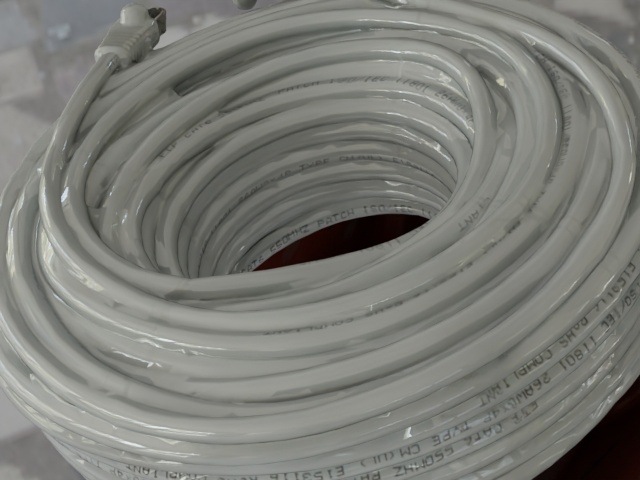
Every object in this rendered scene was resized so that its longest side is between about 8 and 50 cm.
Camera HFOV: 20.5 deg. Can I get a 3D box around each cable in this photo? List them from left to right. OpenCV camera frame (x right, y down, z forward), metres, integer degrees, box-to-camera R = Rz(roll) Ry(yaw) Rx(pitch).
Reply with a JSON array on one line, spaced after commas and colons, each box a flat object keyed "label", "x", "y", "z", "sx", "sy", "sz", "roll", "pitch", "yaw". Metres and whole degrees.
[{"label": "cable", "x": 0.000, "y": 0.000, "z": 0.649, "sx": 0.257, "sy": 0.089, "sz": 0.257, "roll": 8, "pitch": 44, "yaw": 29}]

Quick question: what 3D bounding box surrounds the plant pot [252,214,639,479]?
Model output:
[{"label": "plant pot", "x": 0.079, "y": 0.082, "z": 1.041, "sx": 0.267, "sy": 0.236, "sz": 0.267, "roll": 35, "pitch": 65, "yaw": 8}]
